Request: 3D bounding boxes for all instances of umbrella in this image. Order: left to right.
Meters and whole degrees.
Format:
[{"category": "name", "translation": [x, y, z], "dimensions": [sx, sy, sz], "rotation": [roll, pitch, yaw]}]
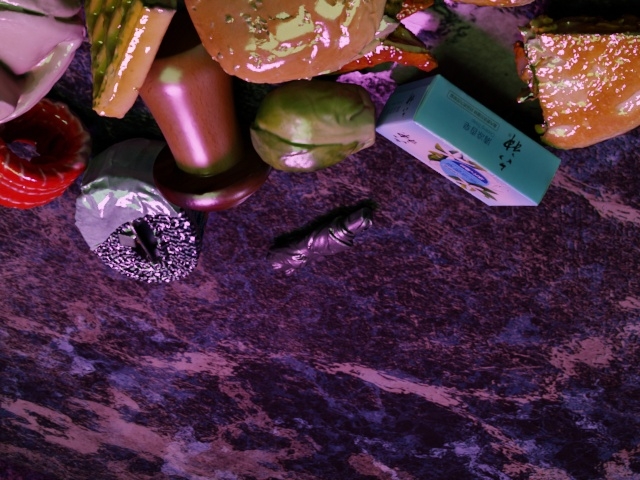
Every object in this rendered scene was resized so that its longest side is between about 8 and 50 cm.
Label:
[{"category": "umbrella", "translation": [0.000, 0.000, 1.754], "dimensions": [0.066, 0.059, 0.235], "rotation": [23, 145, -36]}]

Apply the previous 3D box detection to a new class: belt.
[{"category": "belt", "translation": [-0.301, -0.051, 1.717], "dimensions": [0.207, 0.150, 0.258], "rotation": [-10, 137, 14]}]

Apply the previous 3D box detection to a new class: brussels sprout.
[{"category": "brussels sprout", "translation": [-0.014, -0.165, 1.446], "dimensions": [0.183, 0.145, 0.131], "rotation": [-2, 96, 27]}]

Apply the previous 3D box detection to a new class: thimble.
[{"category": "thimble", "translation": [-0.475, -0.144, 1.647], "dimensions": [0.189, 0.163, 0.125], "rotation": [-11, 163, -42]}]

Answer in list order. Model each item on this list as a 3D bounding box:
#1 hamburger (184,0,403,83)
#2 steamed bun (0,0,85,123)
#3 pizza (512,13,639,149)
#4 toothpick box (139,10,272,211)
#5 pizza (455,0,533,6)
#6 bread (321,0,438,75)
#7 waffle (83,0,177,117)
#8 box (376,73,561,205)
[{"category": "hamburger", "translation": [-0.038, -0.331, 1.262], "dimensions": [0.283, 0.144, 0.260], "rotation": [-18, 97, 21]}, {"category": "steamed bun", "translation": [-0.536, -0.299, 1.433], "dimensions": [0.342, 0.255, 0.367], "rotation": [31, 140, -21]}, {"category": "pizza", "translation": [0.358, -0.236, 1.337], "dimensions": [0.228, 0.081, 0.289], "rotation": [25, 144, -14]}, {"category": "toothpick box", "translation": [-0.182, -0.181, 1.509], "dimensions": [0.192, 0.192, 0.294], "rotation": [1, 133, 17]}, {"category": "pizza", "translation": [0.159, -0.408, 1.210], "dimensions": [0.189, 0.071, 0.297], "rotation": [8, 145, 39]}, {"category": "bread", "translation": [0.027, -0.282, 1.377], "dimensions": [0.268, 0.095, 0.139], "rotation": [6, 138, 26]}, {"category": "waffle", "translation": [-0.255, -0.321, 1.333], "dimensions": [0.055, 0.248, 0.221], "rotation": [6, 147, -27]}, {"category": "box", "translation": [0.210, -0.139, 1.456], "dimensions": [0.232, 0.083, 0.142], "rotation": [30, 172, -18]}]
